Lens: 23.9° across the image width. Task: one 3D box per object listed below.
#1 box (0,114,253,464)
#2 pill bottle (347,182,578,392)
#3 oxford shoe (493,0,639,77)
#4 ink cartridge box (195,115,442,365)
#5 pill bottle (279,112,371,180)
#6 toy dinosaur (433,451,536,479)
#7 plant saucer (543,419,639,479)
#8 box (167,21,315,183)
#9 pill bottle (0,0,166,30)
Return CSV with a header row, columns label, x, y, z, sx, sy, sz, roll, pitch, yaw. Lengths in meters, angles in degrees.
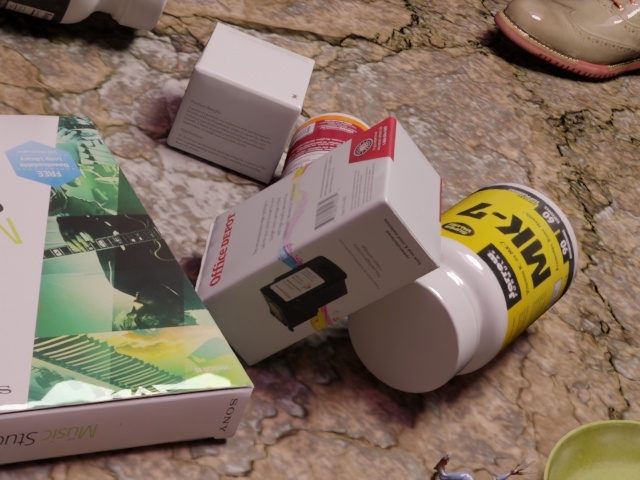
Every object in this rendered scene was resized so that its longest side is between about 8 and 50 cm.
label,x,y,z,sx,sy,sz,roll,pitch,yaw
box,-0.218,0.022,1.084,0.232,0.058,0.322,-3,43,-35
pill bottle,0.116,0.037,1.220,0.119,0.119,0.208,35,35,16
oxford shoe,0.359,-0.273,1.797,0.348,0.130,0.123,-2,41,-35
ink cartridge box,0.000,0.000,1.143,0.072,0.175,0.127,50,25,-25
pill bottle,0.005,-0.039,1.286,0.086,0.086,0.152,21,34,-5
toy dinosaur,0.117,0.190,1.098,0.090,0.047,0.082,-41,76,-19
plant saucer,0.267,0.232,1.117,0.241,0.037,0.241,18,34,-12
box,-0.070,-0.124,1.355,0.101,0.087,0.102,21,33,-5
pill bottle,-0.275,-0.292,1.395,0.278,0.162,0.162,13,35,-16
